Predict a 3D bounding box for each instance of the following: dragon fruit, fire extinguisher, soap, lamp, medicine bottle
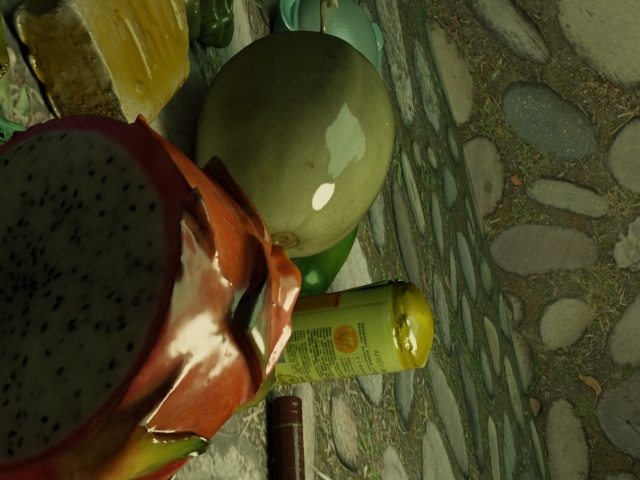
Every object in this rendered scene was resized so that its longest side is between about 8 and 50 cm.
[{"bbox_3d":[-0.152,0.051,0.735,0.189,0.290,0.290,36,45,-57],"label":"dragon fruit"},{"bbox_3d":[-0.041,0.287,1.314,0.078,0.045,0.157,78,7,-64],"label":"fire extinguisher"},{"bbox_3d":[-0.211,-0.215,1.060,0.257,0.080,0.160,-71,145,-57],"label":"soap"},{"bbox_3d":[0.023,-0.335,1.733,0.284,0.147,0.209,-31,105,-72],"label":"lamp"},{"bbox_3d":[0.029,0.122,1.314,0.124,0.239,0.124,-11,90,-75],"label":"medicine bottle"}]

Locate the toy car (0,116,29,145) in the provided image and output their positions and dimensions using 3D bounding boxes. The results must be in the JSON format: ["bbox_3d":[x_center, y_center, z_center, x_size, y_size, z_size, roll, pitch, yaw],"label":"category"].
[{"bbox_3d":[-0.263,-0.054,0.839,0.186,0.058,0.093,18,62,-56],"label":"toy car"}]

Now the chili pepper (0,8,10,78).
[{"bbox_3d":[-0.305,-0.237,0.854,0.052,0.050,0.201,-19,100,-35],"label":"chili pepper"}]

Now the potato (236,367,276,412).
[{"bbox_3d":[-0.122,0.125,1.097,0.225,0.090,0.117,28,58,-58],"label":"potato"}]

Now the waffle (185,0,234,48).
[{"bbox_3d":[-0.182,-0.409,1.313,0.292,0.056,0.309,48,33,-56],"label":"waffle"}]

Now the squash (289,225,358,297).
[{"bbox_3d":[0.000,0.000,1.534,0.378,0.101,0.101,-61,136,-65],"label":"squash"}]

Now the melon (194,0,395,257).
[{"bbox_3d":[-0.034,-0.124,1.267,0.308,0.272,0.272,-51,129,-46],"label":"melon"}]
